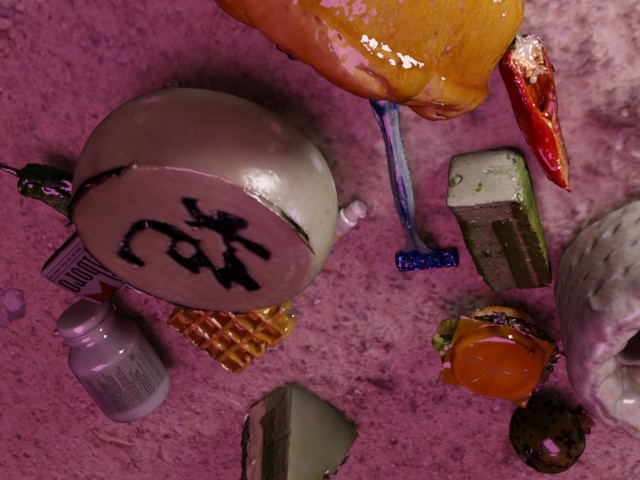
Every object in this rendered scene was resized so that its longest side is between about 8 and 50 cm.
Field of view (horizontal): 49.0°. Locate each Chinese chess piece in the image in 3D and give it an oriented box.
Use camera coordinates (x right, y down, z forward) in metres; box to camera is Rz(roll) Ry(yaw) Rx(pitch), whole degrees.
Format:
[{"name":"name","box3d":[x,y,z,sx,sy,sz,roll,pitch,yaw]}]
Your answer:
[{"name":"Chinese chess piece","box3d":[-0.152,-0.037,0.932,0.349,0.147,0.349,7,146,5]}]

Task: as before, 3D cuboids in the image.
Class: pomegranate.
[{"name":"pomegranate","box3d":[0.378,0.306,1.127,0.161,0.122,0.122,-9,133,-25]}]

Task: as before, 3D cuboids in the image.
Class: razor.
[{"name":"razor","box3d":[0.110,-0.082,0.937,0.093,0.056,0.324,-5,124,21]}]

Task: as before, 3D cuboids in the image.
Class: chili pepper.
[{"name":"chili pepper","box3d":[-0.389,-0.052,1.085,0.122,0.065,0.279,-29,128,12]},{"name":"chili pepper","box3d":[0.254,-0.167,0.838,0.050,0.059,0.268,21,146,53]}]

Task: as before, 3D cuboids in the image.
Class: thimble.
[{"name":"thimble","box3d":[0.451,0.100,0.886,0.291,0.195,0.292,6,130,7]}]

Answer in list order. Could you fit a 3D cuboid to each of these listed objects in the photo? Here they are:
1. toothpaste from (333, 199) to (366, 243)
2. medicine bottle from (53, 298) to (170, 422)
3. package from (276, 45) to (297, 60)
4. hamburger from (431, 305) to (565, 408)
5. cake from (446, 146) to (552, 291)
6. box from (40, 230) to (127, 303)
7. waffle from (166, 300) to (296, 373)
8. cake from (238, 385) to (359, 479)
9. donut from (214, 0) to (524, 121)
[{"name":"toothpaste","box3d":[0.000,0.000,1.046,0.048,0.031,0.190,36,130,-16]},{"name":"medicine bottle","box3d":[-0.367,0.205,1.236,0.135,0.135,0.215,-11,123,23]},{"name":"package","box3d":[0.001,-0.246,0.857,0.110,0.033,0.077,27,138,1]},{"name":"hamburger","box3d":[0.261,0.162,1.051,0.189,0.093,0.164,23,127,-4]},{"name":"cake","box3d":[0.243,0.002,0.934,0.100,0.099,0.235,-8,124,24]},{"name":"box","box3d":[-0.345,0.030,1.100,0.115,0.036,0.177,32,130,-29]},{"name":"waffle","box3d":[-0.132,0.122,1.159,0.160,0.055,0.211,42,125,-15]},{"name":"cake","box3d":[-0.086,0.390,1.216,0.172,0.283,0.158,47,126,0]},{"name":"donut","box3d":[0.042,-0.254,0.690,0.317,0.299,0.150,11,124,-34]}]
